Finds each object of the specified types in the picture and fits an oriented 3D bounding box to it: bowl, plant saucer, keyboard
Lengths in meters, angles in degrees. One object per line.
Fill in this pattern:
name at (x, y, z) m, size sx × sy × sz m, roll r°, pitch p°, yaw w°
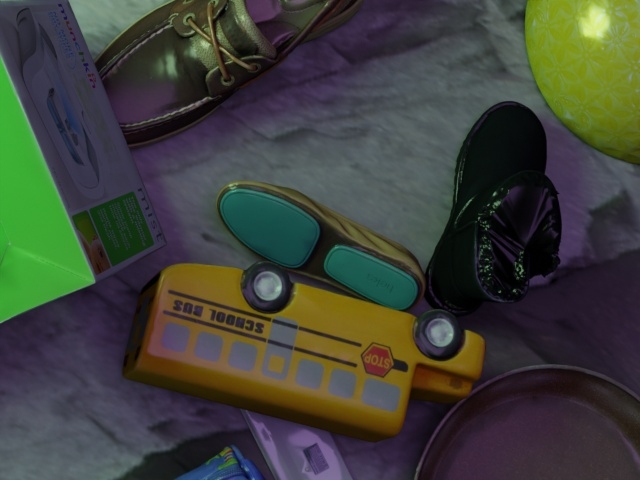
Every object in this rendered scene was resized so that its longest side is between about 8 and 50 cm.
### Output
bowl at (0.376, -0.234, 1.797) m, size 0.289 × 0.156 × 0.290 m, roll 2°, pitch 81°, yaw -13°
plant saucer at (0.234, 0.283, 1.743) m, size 0.310 × 0.050 × 0.311 m, roll 2°, pitch 82°, yaw -13°
keyboard at (-0.013, 0.224, 1.711) m, size 0.072 × 0.014 × 0.256 m, roll -26°, pitch 89°, yaw -21°

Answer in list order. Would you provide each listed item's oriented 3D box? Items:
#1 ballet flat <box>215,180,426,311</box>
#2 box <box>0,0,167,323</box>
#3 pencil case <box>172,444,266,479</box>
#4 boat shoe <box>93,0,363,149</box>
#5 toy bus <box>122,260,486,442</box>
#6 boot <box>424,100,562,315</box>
ballet flat at (0.000, 0.000, 1.720) m, size 0.232 × 0.073 × 0.080 m, roll 29°, pitch 116°, yaw -10°
box at (-0.271, -0.076, 1.554) m, size 0.126 × 0.231 × 0.262 m, roll -21°, pitch 93°, yaw 14°
pencil case at (-0.174, 0.308, 1.598) m, size 0.306 × 0.133 × 0.119 m, roll -28°, pitch 56°, yaw -17°
boat shoe at (-0.090, -0.208, 1.694) m, size 0.342 × 0.123 × 0.123 m, roll -30°, pitch 90°, yaw -15°
toy bus at (-0.013, 0.109, 1.666) m, size 0.332 × 0.108 × 0.130 m, roll 16°, pitch 73°, yaw -13°
boot at (0.191, -0.042, 1.697) m, size 0.094 × 0.207 × 0.247 m, roll 25°, pitch 76°, yaw -9°
